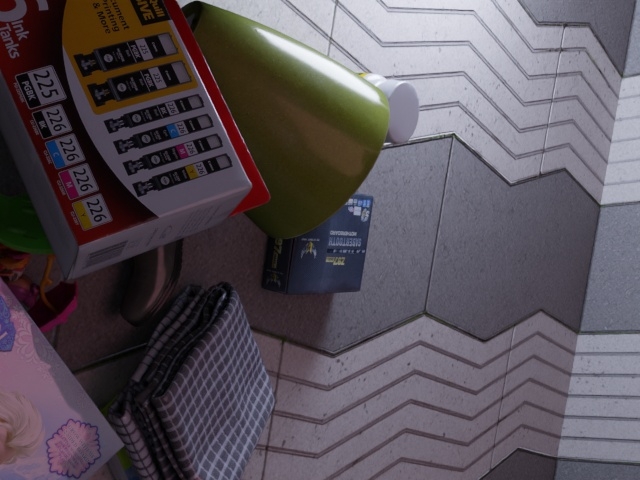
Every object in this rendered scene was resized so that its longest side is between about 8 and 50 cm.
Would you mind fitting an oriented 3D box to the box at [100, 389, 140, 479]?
[{"bbox_3d":[-0.264,0.303,1.352,0.109,0.042,0.178,-45,132,-41],"label":"box"}]

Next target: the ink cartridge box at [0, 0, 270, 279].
[{"bbox_3d":[-0.214,-0.154,1.035,0.272,0.130,0.309,-22,81,-27],"label":"ink cartridge box"}]

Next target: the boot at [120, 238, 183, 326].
[{"bbox_3d":[-0.261,-0.019,1.264,0.161,0.083,0.246,32,73,-40],"label":"boot"}]

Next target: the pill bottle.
[{"bbox_3d":[0.049,-0.217,1.502,0.119,0.208,0.119,-20,115,-51],"label":"pill bottle"}]

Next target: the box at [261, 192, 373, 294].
[{"bbox_3d":[0.000,0.000,1.621,0.233,0.059,0.183,3,97,-54],"label":"box"}]

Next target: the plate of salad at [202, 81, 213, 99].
[{"bbox_3d":[-0.227,-0.140,1.167,0.048,0.200,0.200,-58,151,-76],"label":"plate of salad"}]

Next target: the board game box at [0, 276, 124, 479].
[{"bbox_3d":[-0.424,0.213,0.993,0.318,0.066,0.318,-43,117,-28],"label":"board game box"}]

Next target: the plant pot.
[{"bbox_3d":[-0.100,-0.194,1.292,0.293,0.275,0.275,37,68,-32],"label":"plant pot"}]

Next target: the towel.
[{"bbox_3d":[-0.172,0.230,1.337,0.283,0.121,0.235,-63,145,-51],"label":"towel"}]

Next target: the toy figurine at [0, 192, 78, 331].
[{"bbox_3d":[-0.354,0.037,1.107,0.130,0.173,0.159,-81,-178,-58],"label":"toy figurine"}]
